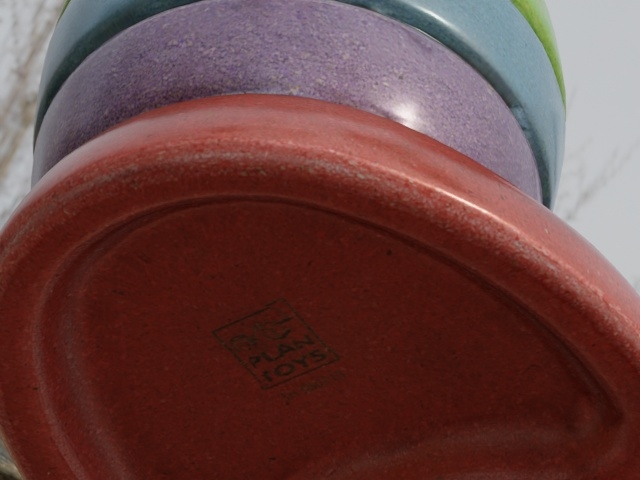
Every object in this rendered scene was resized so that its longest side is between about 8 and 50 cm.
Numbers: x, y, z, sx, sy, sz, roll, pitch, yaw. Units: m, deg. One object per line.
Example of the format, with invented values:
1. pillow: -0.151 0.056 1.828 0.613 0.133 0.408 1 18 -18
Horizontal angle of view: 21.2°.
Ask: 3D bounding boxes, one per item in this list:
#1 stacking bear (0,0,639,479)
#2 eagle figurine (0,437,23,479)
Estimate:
1. stacking bear: 0.002 -0.057 0.531 0.175 0.289 0.164 -24 -55 26
2. eagle figurine: -0.131 0.238 0.851 0.226 0.298 0.225 -8 -56 6
